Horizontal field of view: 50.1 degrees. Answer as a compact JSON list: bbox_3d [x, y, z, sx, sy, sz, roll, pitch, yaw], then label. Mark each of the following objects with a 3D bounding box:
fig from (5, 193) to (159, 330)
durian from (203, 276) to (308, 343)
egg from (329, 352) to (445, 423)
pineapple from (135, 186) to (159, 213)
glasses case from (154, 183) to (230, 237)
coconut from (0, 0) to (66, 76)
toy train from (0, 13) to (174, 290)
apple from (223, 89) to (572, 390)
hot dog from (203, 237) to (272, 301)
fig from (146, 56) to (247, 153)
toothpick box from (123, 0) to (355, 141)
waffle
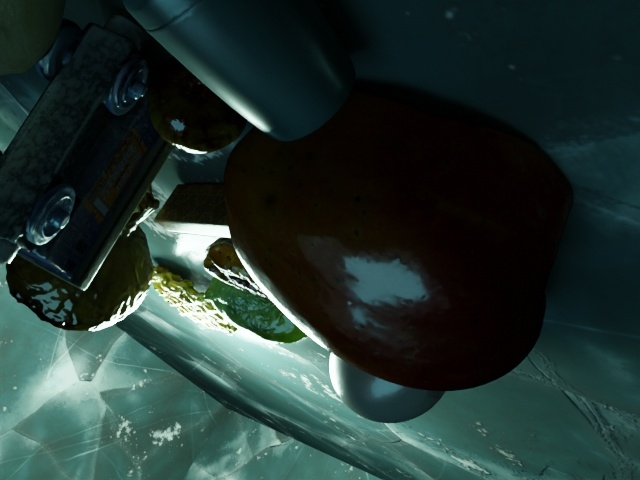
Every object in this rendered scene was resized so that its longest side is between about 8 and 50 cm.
[{"bbox_3d":[-0.429,-0.001,1.331,0.286,0.286,0.369,38,125,-15],"label":"fig"},{"bbox_3d":[-0.106,0.131,1.300,0.250,0.101,0.139,25,157,16],"label":"durian"},{"bbox_3d":[0.108,0.181,1.023,0.176,0.176,0.232,35,150,-9],"label":"egg"},{"bbox_3d":[-0.353,-0.132,1.097,0.250,0.140,0.164,0,103,29],"label":"pineapple"},{"bbox_3d":[-0.163,-0.044,1.034,0.218,0.075,0.049,5,149,48],"label":"glasses case"},{"bbox_3d":[-0.342,-0.256,0.608,0.239,0.239,0.244,7,142,47],"label":"coconut"},{"bbox_3d":[-0.275,-0.099,0.773,0.131,0.299,0.202,27,166,8],"label":"toy train"},{"bbox_3d":[0.077,-0.004,0.737,0.365,0.295,0.328,27,116,16],"label":"apple"},{"bbox_3d":[-0.092,0.067,1.187,0.253,0.069,0.131,25,157,14],"label":"hot dog"},{"bbox_3d":[-0.129,-0.141,0.742,0.109,0.103,0.154,-11,172,-9],"label":"fig"},{"bbox_3d":[-0.056,-0.171,0.559,0.120,0.120,0.184,5,150,49],"label":"toothpick box"},{"bbox_3d":[-0.309,0.153,1.684,0.281,0.060,0.262,24,160,23],"label":"waffle"}]
